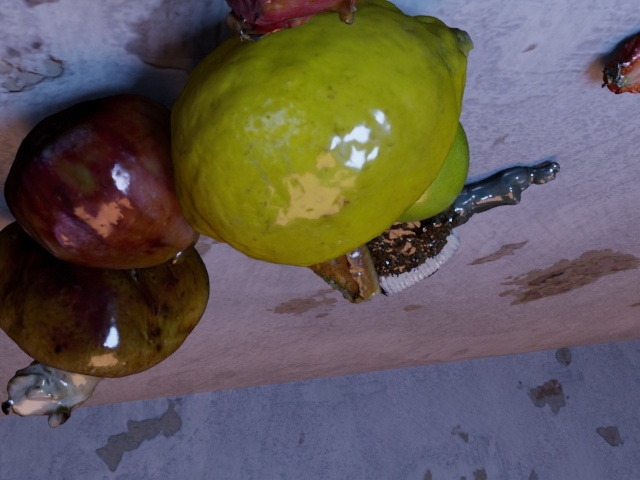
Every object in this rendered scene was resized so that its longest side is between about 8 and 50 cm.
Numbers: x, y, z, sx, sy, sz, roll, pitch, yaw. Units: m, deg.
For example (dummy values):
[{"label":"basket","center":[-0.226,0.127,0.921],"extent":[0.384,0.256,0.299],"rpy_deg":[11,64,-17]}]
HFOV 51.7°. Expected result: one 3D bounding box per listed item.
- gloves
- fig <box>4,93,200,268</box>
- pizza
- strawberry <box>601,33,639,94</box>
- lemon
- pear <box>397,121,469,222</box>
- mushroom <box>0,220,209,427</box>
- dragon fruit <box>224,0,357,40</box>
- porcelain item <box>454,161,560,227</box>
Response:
[{"label":"gloves","center":[0.135,-0.028,1.090],"extent":[0.210,0.135,0.312],"rpy_deg":[-14,143,21]},{"label":"fig","center":[-0.251,-0.067,0.804],"extent":[0.224,0.224,0.263],"rpy_deg":[-15,166,13]},{"label":"pizza","center":[0.000,0.000,1.055],"extent":[0.074,0.251,0.287],"rpy_deg":[-33,172,-21]},{"label":"strawberry","center":[0.442,-0.246,0.875],"extent":[0.152,0.048,0.104],"rpy_deg":[-27,149,5]},{"label":"lemon","center":[-0.004,-0.116,0.702],"extent":[0.316,0.285,0.285],"rpy_deg":[-27,152,36]},{"label":"pear","center":[0.113,-0.131,0.881],"extent":[0.166,0.216,0.180],"rpy_deg":[-5,-158,-40]},{"label":"mushroom","center":[-0.344,0.092,0.979],"extent":[0.345,0.345,0.259],"rpy_deg":[7,113,-35]},{"label":"dragon fruit","center":[-0.007,-0.263,0.438],"extent":[0.147,0.211,0.282],"rpy_deg":[-17,142,-14]},{"label":"porcelain item","center":[0.324,-0.090,1.188],"extent":[0.216,0.069,0.081],"rpy_deg":[-21,151,13]}]
